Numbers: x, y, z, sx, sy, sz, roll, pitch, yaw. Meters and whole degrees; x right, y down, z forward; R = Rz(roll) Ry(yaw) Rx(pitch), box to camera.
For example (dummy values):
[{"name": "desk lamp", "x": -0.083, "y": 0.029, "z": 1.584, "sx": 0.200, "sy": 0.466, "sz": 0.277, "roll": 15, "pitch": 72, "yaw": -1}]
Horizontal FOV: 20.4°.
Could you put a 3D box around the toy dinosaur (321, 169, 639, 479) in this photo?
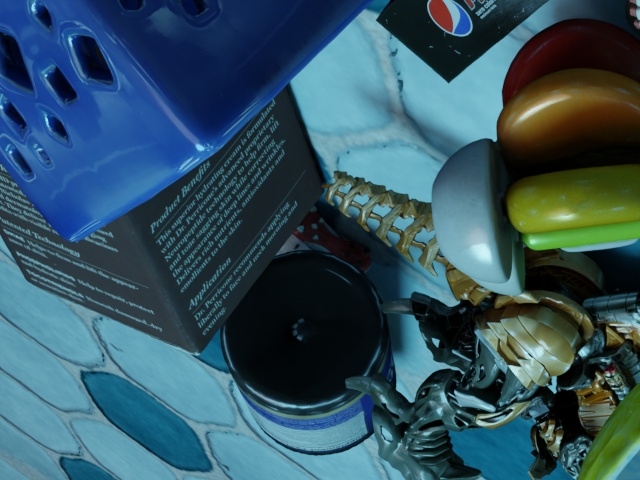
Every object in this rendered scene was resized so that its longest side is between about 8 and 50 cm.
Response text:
[{"name": "toy dinosaur", "x": 0.139, "y": 0.064, "z": 1.173, "sx": 0.322, "sy": 0.164, "sz": 0.218, "roll": 56, "pitch": 139, "yaw": 3}]

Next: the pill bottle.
[{"name": "pill bottle", "x": -0.004, "y": 0.096, "z": 1.359, "sx": 0.122, "sy": 0.123, "sz": 0.219, "roll": 30, "pitch": 167, "yaw": 14}]

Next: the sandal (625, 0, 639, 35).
[{"name": "sandal", "x": 0.227, "y": -0.075, "z": 0.883, "sx": 0.180, "sy": 0.049, "sz": 0.072, "roll": 37, "pitch": 154, "yaw": 11}]

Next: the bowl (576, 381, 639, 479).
[{"name": "bowl", "x": 0.272, "y": 0.151, "z": 1.045, "sx": 0.289, "sy": 0.289, "sz": 0.156, "roll": 49, "pitch": -166, "yaw": -23}]

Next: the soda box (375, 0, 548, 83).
[{"name": "soda box", "x": 0.094, "y": -0.146, "z": 0.930, "sx": 0.060, "sy": 0.053, "sz": 0.169, "roll": 41, "pitch": 154, "yaw": -6}]

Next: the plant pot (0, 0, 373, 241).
[{"name": "plant pot", "x": -0.096, "y": -0.166, "z": 0.943, "sx": 0.212, "sy": 0.236, "sz": 0.236, "roll": 48, "pitch": 153, "yaw": -9}]

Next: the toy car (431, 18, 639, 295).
[{"name": "toy car", "x": 0.142, "y": -0.047, "z": 0.944, "sx": 0.159, "sy": 0.136, "sz": 0.182, "roll": -8, "pitch": 172, "yaw": 12}]

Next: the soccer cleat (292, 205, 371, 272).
[{"name": "soccer cleat", "x": 0.000, "y": 0.000, "z": 1.323, "sx": 0.083, "sy": 0.029, "sz": 0.035, "roll": 34, "pitch": 150, "yaw": -3}]

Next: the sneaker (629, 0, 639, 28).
[{"name": "sneaker", "x": 0.201, "y": -0.143, "z": 0.762, "sx": 0.092, "sy": 0.088, "sz": 0.225, "roll": 33, "pitch": 154, "yaw": 6}]

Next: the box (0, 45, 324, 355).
[{"name": "box", "x": -0.127, "y": -0.063, "z": 1.214, "sx": 0.167, "sy": 0.168, "sz": 0.203, "roll": 21, "pitch": 150, "yaw": 31}]
